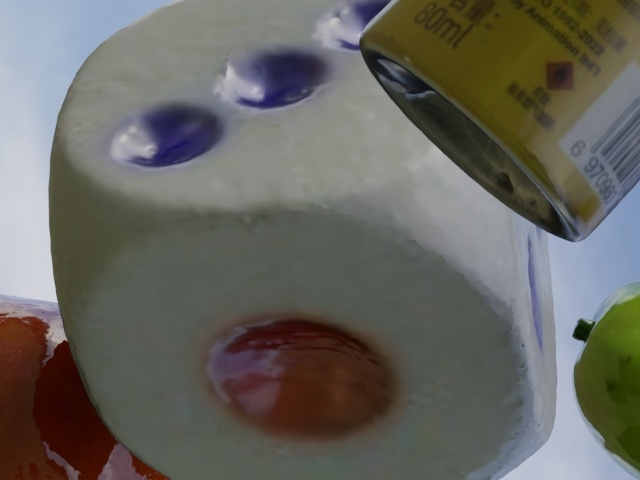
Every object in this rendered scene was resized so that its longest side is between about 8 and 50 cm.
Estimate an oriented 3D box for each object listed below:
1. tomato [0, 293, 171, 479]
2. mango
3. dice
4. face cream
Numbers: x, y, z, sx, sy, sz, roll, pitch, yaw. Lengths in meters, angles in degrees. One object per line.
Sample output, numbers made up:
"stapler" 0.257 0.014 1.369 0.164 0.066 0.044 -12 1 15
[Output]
"tomato" -0.198 0.129 1.245 0.260 0.260 0.180 5 -98 66
"mango" 0.358 0.122 1.396 0.156 0.343 0.192 106 -12 -48
"dice" 0.000 0.000 1.101 0.251 0.259 0.243 -82 164 -51
"face cream" 0.166 -0.159 0.632 0.348 0.105 0.105 -47 -151 -4
